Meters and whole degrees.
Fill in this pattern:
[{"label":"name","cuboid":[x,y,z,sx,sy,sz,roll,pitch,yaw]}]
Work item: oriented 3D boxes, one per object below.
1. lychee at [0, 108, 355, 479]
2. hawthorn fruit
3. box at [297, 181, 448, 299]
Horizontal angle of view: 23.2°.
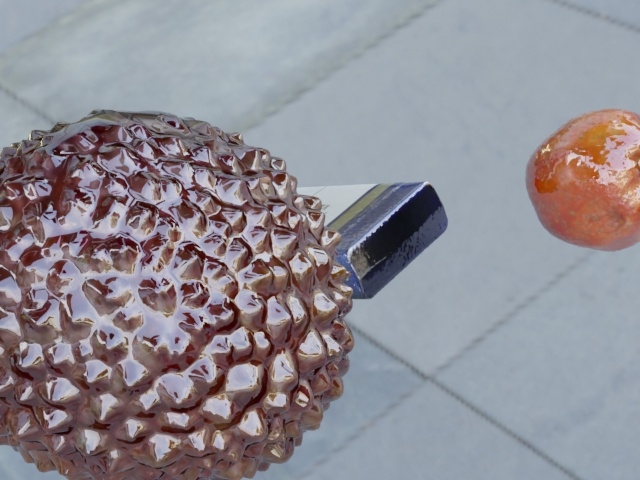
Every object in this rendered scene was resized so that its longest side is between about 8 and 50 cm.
[{"label":"lychee","cuboid":[-0.139,0.047,1.161,0.330,0.306,0.306,39,64,23]},{"label":"hawthorn fruit","cuboid":[0.337,-0.072,1.632,0.165,0.165,0.285,-40,12,-24]},{"label":"box","cuboid":[0.000,0.000,1.790,0.259,0.071,0.168,1,32,46]}]
